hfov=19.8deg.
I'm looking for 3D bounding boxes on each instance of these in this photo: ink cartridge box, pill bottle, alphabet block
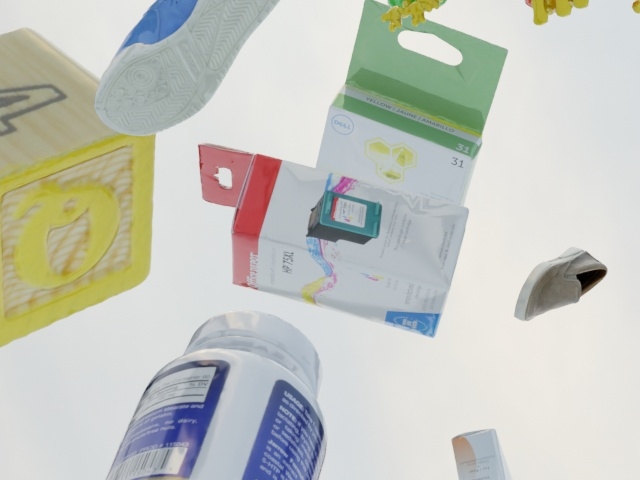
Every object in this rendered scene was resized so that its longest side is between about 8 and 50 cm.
[{"bbox_3d":[0.155,0.271,1.542,0.145,0.045,0.179,66,15,-47],"label":"ink cartridge box"},{"bbox_3d":[0.000,0.000,1.541,0.134,0.231,0.078,94,11,-69],"label":"ink cartridge box"},{"bbox_3d":[-0.056,0.125,1.013,0.187,0.112,0.112,-70,163,-54],"label":"pill bottle"},{"bbox_3d":[-0.282,-0.050,1.656,0.197,0.193,0.192,38,-41,33],"label":"alphabet block"},{"bbox_3d":[0.095,-0.131,2.001,0.056,0.171,0.235,-60,168,-45],"label":"ink cartridge box"}]

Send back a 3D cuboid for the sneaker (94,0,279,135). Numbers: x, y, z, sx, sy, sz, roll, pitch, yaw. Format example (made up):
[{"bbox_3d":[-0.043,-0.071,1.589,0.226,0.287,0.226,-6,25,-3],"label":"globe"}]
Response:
[{"bbox_3d":[-0.073,-0.131,1.049,0.152,0.058,0.085,-47,-155,28],"label":"sneaker"}]

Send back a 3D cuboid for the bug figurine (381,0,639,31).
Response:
[{"bbox_3d":[0.136,-0.264,1.351,0.216,0.072,0.279,-15,-113,28],"label":"bug figurine"}]

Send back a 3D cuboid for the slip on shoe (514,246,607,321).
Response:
[{"bbox_3d":[0.236,0.046,1.799,0.041,0.135,0.051,24,-61,26],"label":"slip on shoe"}]
